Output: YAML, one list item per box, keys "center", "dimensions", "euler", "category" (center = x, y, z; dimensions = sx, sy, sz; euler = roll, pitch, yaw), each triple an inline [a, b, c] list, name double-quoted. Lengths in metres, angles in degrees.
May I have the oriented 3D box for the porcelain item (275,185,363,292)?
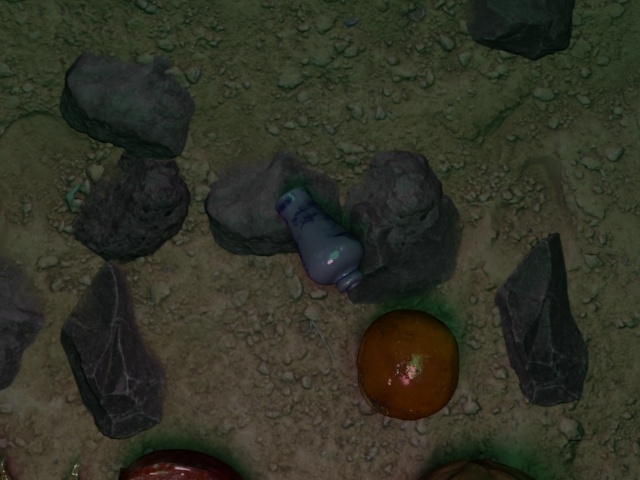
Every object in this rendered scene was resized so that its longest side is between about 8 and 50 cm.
- center: [0.000, 0.000, 1.570]
  dimensions: [0.141, 0.141, 0.259]
  euler: [-34, 75, -10]
  category: "porcelain item"

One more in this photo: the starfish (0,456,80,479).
- center: [-0.576, 0.632, 1.422]
  dimensions: [0.347, 0.078, 0.357]
  euler: [35, 78, 4]
  category: "starfish"

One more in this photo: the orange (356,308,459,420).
- center: [0.185, 0.263, 1.471]
  dimensions: [0.240, 0.240, 0.239]
  euler: [1, 78, -4]
  category: "orange"

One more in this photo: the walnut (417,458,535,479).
- center: [0.327, 0.622, 1.362]
  dimensions: [0.382, 0.381, 0.381]
  euler: [1, 78, -4]
  category: "walnut"

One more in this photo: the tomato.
- center: [-0.276, 0.530, 1.421]
  dimensions: [0.309, 0.170, 0.308]
  euler: [-5, 114, -11]
  category: "tomato"
